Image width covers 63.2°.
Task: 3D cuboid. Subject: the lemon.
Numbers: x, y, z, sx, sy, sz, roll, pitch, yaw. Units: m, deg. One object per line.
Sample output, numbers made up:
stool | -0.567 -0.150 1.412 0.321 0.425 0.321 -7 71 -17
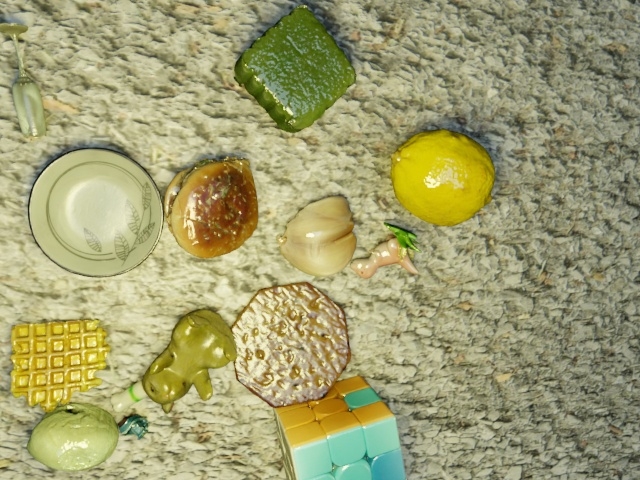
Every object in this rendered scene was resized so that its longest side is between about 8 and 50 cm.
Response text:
lemon | 0.337 -0.183 1.460 0.321 0.268 0.268 31 87 -15

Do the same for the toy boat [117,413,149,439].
toy boat | -0.484 0.493 1.367 0.061 0.137 0.060 42 74 12

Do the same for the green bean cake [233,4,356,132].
green bean cake | -0.066 -0.439 1.362 0.247 0.156 0.250 -45 106 -8

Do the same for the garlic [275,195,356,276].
garlic | 0.000 0.000 1.461 0.227 0.110 0.218 -19 105 -14

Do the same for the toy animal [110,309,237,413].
toy animal | -0.375 0.350 1.355 0.181 0.180 0.363 39 87 -22

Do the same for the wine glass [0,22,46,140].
wine glass | -0.702 -0.368 1.233 0.074 0.074 0.263 -10 100 -15

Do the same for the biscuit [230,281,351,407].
biscuit | -0.082 0.293 1.469 0.358 0.046 0.360 2 81 -12

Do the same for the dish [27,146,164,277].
dish | -0.547 -0.070 1.295 0.316 0.106 0.317 -1 95 -14

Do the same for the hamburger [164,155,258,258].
hamburger | -0.268 -0.086 1.338 0.243 0.146 0.286 42 66 -36

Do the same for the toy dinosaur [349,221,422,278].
toy dinosaur | 0.202 0.048 1.510 0.194 0.152 0.177 18 100 -11

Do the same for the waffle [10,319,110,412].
waffle | -0.647 0.313 1.299 0.229 0.057 0.219 -1 77 -15

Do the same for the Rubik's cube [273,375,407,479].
Rubik's cube | 0.050 0.592 1.450 0.291 0.291 0.291 -12 99 -13

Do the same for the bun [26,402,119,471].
bun | -0.601 0.474 1.285 0.221 0.221 0.109 18 92 -17
